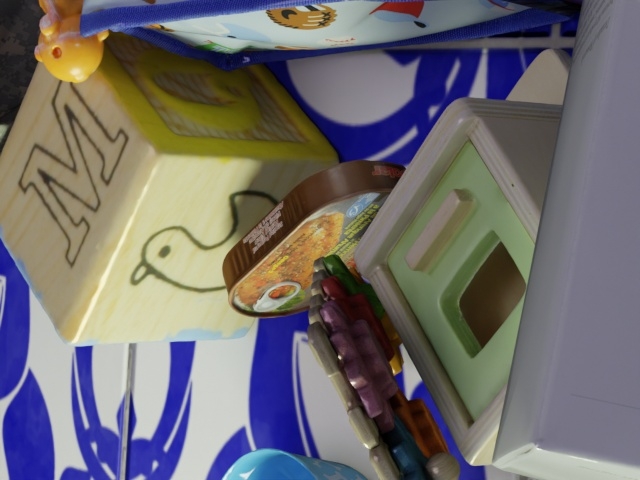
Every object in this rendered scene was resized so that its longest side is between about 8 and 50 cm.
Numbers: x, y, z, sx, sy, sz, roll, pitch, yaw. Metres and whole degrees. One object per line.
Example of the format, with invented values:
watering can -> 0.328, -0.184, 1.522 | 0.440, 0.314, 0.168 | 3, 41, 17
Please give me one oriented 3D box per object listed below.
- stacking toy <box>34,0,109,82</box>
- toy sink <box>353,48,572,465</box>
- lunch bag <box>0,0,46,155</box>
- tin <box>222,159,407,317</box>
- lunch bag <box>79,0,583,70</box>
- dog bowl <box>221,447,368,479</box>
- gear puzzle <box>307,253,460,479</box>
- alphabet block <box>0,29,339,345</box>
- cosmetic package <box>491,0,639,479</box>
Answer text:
stacking toy -> -0.212, -0.266, 1.293 | 0.175, 0.166, 0.302 | -16, 84, 24
toy sink -> 0.120, 0.002, 1.065 | 0.153, 0.131, 0.234 | -56, 46, 37
lunch bag -> -0.330, -0.115, 1.548 | 0.235, 0.169, 0.287 | -53, 17, 35
tin -> 0.000, 0.000, 1.291 | 0.189, 0.106, 0.040 | -42, 51, 40
lunch bag -> 0.020, -0.303, 1.187 | 0.385, 0.239, 0.328 | 0, 89, 35
dog bowl -> 0.000, 0.306, 1.305 | 0.166, 0.074, 0.297 | -26, 70, 47
gear puzzle -> 0.050, 0.089, 1.141 | 0.044, 0.339, 0.175 | -27, 99, 5
alphabet block -> -0.136, -0.049, 1.387 | 0.193, 0.192, 0.197 | 51, 127, 35
cosmetic package -> 0.222, -0.043, 0.867 | 0.155, 0.197, 0.366 | 99, -178, -77
